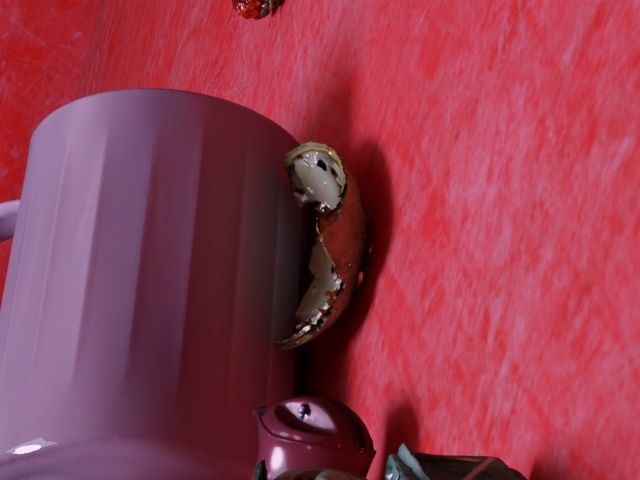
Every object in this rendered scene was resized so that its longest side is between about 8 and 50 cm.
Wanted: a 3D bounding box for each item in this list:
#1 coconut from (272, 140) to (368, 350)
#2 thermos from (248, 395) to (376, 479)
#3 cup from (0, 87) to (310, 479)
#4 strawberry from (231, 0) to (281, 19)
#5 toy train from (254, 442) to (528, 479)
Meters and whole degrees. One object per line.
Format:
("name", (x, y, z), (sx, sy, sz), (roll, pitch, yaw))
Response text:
("coconut", (0.003, 0.003, 1.145), (0.133, 0.055, 0.158), (153, 124, -69))
("thermos", (-0.020, 0.260, 0.970), (0.136, 0.110, 0.330), (171, 109, -73))
("cup", (-0.170, 0.083, 1.228), (0.237, 0.323, 0.326), (57, -148, -57))
("strawberry", (-0.059, -0.281, 1.550), (0.104, 0.048, 0.152), (125, 148, -48))
("toy train", (0.049, 0.178, 0.704), (0.269, 0.154, 0.115), (-139, 62, -71))
